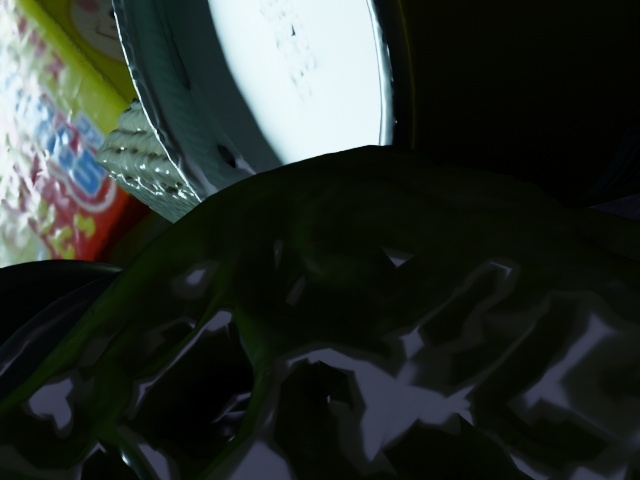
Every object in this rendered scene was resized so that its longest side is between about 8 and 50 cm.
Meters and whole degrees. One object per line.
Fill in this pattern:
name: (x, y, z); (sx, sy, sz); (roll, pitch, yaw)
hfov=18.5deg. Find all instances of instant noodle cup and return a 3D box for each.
instant noodle cup: (0.071, -0.093, 0.615); (0.236, 0.215, 0.215); (-23, 3, -31)

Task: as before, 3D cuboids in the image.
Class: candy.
candy: (-0.150, -0.012, 1.046); (0.088, 0.146, 0.276); (-19, -28, -48)

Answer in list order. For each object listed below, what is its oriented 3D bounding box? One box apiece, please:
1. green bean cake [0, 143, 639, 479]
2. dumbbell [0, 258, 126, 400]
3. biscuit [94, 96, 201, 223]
green bean cake: (0.015, 0.115, 0.433); (0.250, 0.156, 0.247); (-51, 43, -11)
dumbbell: (-0.071, 0.102, 0.704); (0.192, 0.192, 0.290); (-54, 21, -17)
biscuit: (0.000, 0.000, 0.814); (0.052, 0.150, 0.252); (-58, 20, -7)
